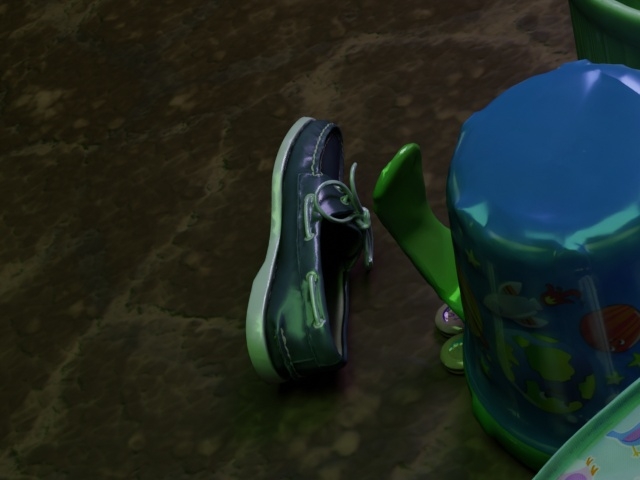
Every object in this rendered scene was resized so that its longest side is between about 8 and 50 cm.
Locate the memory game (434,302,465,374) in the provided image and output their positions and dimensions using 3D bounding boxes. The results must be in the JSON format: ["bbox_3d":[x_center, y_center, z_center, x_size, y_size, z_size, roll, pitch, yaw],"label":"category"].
[{"bbox_3d":[0.174,0.051,1.225,0.186,0.012,0.186,-14,42,13],"label":"memory game"}]

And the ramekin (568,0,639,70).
[{"bbox_3d":[0.336,-0.186,1.262,0.304,0.148,0.303,-7,40,6],"label":"ramekin"}]

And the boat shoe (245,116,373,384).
[{"bbox_3d":[0.000,0.000,1.305,0.079,0.095,0.254,-8,44,21],"label":"boat shoe"}]

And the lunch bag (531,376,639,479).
[{"bbox_3d":[0.236,0.165,0.911,0.160,0.223,0.262,28,61,37],"label":"lunch bag"}]

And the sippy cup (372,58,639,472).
[{"bbox_3d":[0.186,0.011,1.082,0.306,0.224,0.240,-12,48,13],"label":"sippy cup"}]
